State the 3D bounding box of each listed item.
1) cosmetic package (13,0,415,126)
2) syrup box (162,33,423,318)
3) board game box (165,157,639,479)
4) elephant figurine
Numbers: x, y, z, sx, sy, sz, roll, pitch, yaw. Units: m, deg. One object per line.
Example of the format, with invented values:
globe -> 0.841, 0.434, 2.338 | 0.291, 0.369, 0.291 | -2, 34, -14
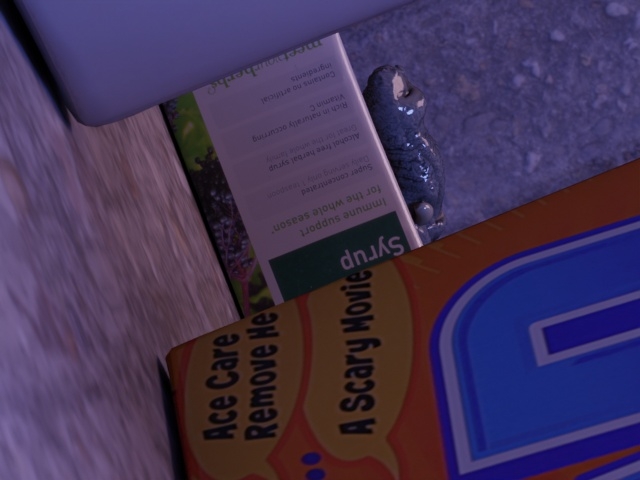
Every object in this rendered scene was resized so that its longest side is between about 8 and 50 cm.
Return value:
cosmetic package -> -0.009, -0.317, 0.476 | 0.327, 0.329, 0.394 | 68, 1, -51
syrup box -> 0.000, 0.000, 0.816 | 0.096, 0.093, 0.237 | 60, 8, -82
board game box -> 0.205, 0.189, 0.409 | 0.356, 0.356, 0.356 | -110, 178, -59
elephant figurine -> 0.040, 0.023, 1.103 | 0.239, 0.186, 0.169 | 38, -20, -30
